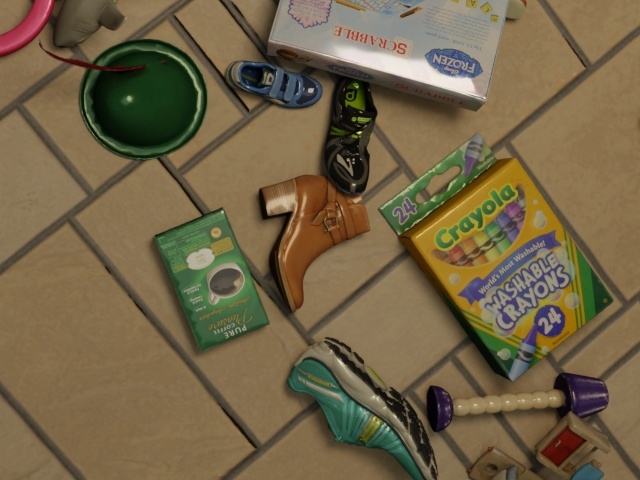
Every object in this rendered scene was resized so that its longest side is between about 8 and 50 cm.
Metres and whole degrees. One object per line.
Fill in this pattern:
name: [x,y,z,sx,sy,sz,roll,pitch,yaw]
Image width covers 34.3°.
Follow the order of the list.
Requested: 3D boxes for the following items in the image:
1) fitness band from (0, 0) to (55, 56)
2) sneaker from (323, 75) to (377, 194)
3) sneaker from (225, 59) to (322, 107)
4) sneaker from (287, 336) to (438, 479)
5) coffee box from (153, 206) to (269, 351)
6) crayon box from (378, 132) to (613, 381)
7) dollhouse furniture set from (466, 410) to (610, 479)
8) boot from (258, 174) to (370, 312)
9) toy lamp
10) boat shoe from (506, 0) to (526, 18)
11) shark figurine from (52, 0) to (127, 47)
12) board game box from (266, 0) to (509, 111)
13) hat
fitness band: [-0.472,-0.396,1.425,0.209,0.054,0.291,-11,93,-9]
sneaker: [0.044,-0.160,1.502,0.067,0.078,0.188,4,80,-10]
sneaker: [-0.065,-0.226,1.503,0.144,0.059,0.053,10,89,-11]
sneaker: [0.068,0.264,1.546,0.275,0.107,0.110,45,104,-4]
coffee box: [-0.158,0.057,1.509,0.113,0.040,0.184,-24,96,-8]
crayon box: [0.265,0.023,1.563,0.203,0.083,0.323,-37,98,-7]
dollhouse furniture set: [0.323,0.353,1.532,0.129,0.129,0.184,34,114,-10]
boot: [0.000,0.000,1.521,0.152,0.073,0.197,-10,97,-14]
toy lamp: [0.303,0.245,1.585,0.274,0.080,0.080,-2,93,-8]
boat shoe: [0.248,-0.379,1.562,0.137,0.049,0.043,22,46,-8]
shark figurine: [-0.297,-0.390,1.388,0.116,0.166,0.278,26,91,-34]
board game box: [0.114,-0.378,1.482,0.318,0.066,0.318,16,80,-3]
hat: [-0.251,-0.197,1.407,0.208,0.183,0.173,-14,95,-9]
